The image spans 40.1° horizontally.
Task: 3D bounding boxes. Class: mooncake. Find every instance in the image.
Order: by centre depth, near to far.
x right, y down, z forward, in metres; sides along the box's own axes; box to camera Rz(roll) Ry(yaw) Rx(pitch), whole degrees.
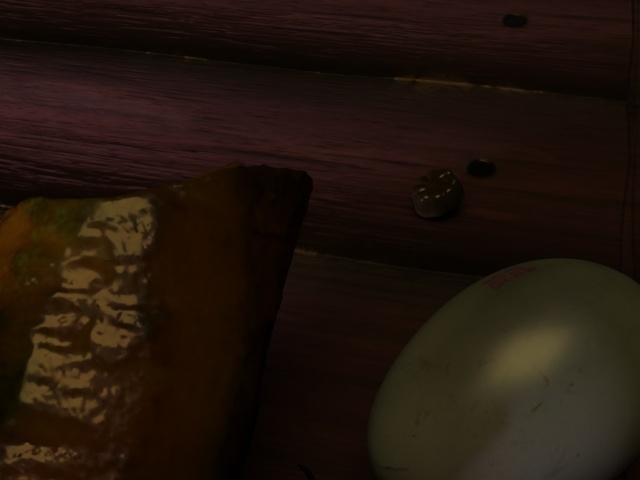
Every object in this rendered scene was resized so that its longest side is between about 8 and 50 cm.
[{"bbox_3d":[0.003,0.012,0.911,0.150,0.057,0.347,9,34,43],"label":"mooncake"}]

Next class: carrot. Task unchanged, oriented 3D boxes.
[{"bbox_3d":[-0.153,0.077,0.679,0.241,0.241,0.340,6,66,11],"label":"carrot"}]

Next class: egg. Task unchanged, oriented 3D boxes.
[{"bbox_3d":[0.157,0.119,0.689,0.264,0.183,0.183,-30,49,-13],"label":"egg"}]

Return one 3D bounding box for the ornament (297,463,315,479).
[{"bbox_3d":[0.005,0.216,0.595,0.153,0.196,0.166,-19,47,-13],"label":"ornament"}]
